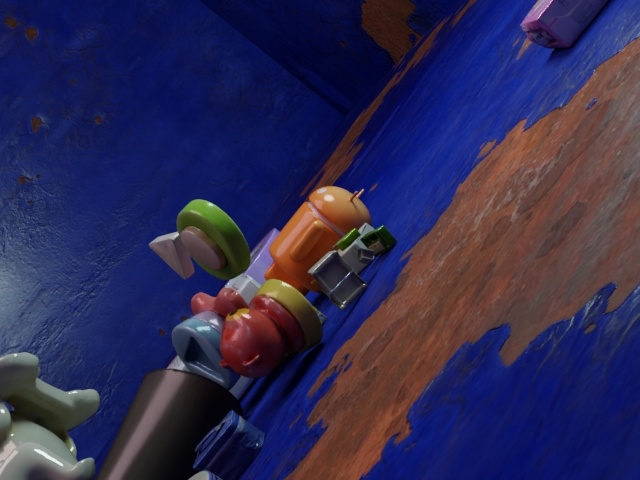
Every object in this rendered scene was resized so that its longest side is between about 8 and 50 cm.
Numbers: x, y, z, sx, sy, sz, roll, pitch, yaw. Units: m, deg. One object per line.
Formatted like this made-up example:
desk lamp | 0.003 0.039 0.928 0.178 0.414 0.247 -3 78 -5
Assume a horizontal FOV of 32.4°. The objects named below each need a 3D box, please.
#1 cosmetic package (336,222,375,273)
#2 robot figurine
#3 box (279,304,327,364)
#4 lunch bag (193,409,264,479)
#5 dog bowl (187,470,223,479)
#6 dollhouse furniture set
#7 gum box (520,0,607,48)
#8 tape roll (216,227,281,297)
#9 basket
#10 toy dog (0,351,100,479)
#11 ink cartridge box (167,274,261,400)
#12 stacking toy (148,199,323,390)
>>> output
cosmetic package | 0.048 0.029 1.749 0.115 0.041 0.060 -46 9 43
robot figurine | 0.000 0.000 1.864 0.219 0.158 0.128 -51 41 10
box | -0.055 0.150 1.752 0.059 0.054 0.169 -56 8 -30
lunch bag | -0.130 0.284 1.494 0.098 0.065 0.067 -50 7 8
dog bowl | -0.145 0.355 1.047 0.265 0.104 0.265 -51 6 8
dollhouse furniture set | 0.042 0.037 1.616 0.152 0.076 0.058 -44 4 -29
gum box | 0.364 -0.351 1.534 0.188 0.062 0.107 -51 6 4
tape roll | -0.155 0.105 2.527 0.275 0.090 0.275 -50 6 8
basket | -0.249 0.334 1.699 0.204 0.154 0.227 -14 38 44
toy dog | -0.500 0.449 1.804 0.395 0.408 0.284 -27 -34 -2
ink cartridge box | -0.177 0.209 1.962 0.289 0.121 0.211 -53 6 -5
stacking toy | -0.173 0.102 1.659 0.130 0.279 0.309 -41 6 -31
